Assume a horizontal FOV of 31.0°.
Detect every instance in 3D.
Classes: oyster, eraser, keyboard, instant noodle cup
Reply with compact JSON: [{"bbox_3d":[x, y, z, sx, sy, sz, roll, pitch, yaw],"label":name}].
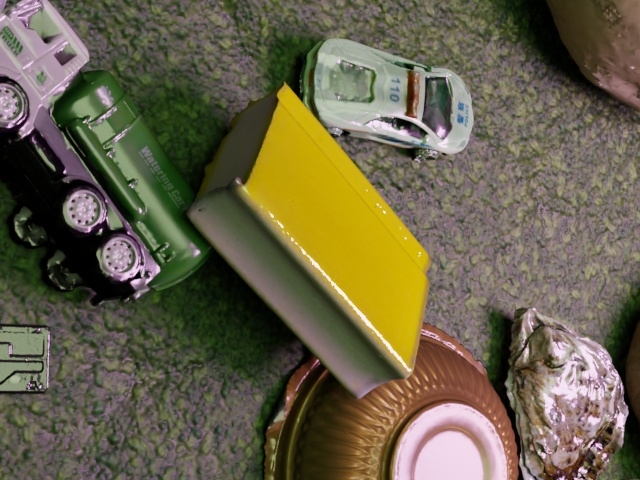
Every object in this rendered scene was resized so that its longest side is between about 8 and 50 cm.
[{"bbox_3d":[0.229,0.154,1.094,0.125,0.064,0.177,6,87,-29],"label":"oyster"},{"bbox_3d":[0.000,0.000,0.927,0.226,0.069,0.158,49,31,-24],"label":"eraser"},{"bbox_3d":[-0.271,0.084,0.829,0.155,0.010,0.053,6,82,-30],"label":"keyboard"},{"bbox_3d":[0.088,0.198,0.989,0.274,0.091,0.274,4,83,-31],"label":"instant noodle cup"}]

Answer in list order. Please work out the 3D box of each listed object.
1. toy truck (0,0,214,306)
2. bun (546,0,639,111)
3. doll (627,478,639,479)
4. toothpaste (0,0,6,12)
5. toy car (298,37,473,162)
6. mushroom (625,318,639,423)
[{"bbox_3d":[-0.179,-0.059,0.848,0.125,0.101,0.242,-46,111,-31],"label":"toy truck"},{"bbox_3d":[0.372,-0.289,1.129,0.326,0.234,0.362,-7,82,-26],"label":"bun"},{"bbox_3d":[0.300,0.355,1.123,0.114,0.057,0.227,45,61,-24],"label":"doll"},{"bbox_3d":[-0.356,-0.195,0.742,0.299,0.073,0.114,5,83,-7],"label":"toothpaste"},{"bbox_3d":[0.066,-0.129,1.026,0.186,0.058,0.093,10,78,-30],"label":"toy car"},{"bbox_3d":[0.447,0.139,1.157,0.278,0.146,0.278,2,64,-4],"label":"mushroom"}]
